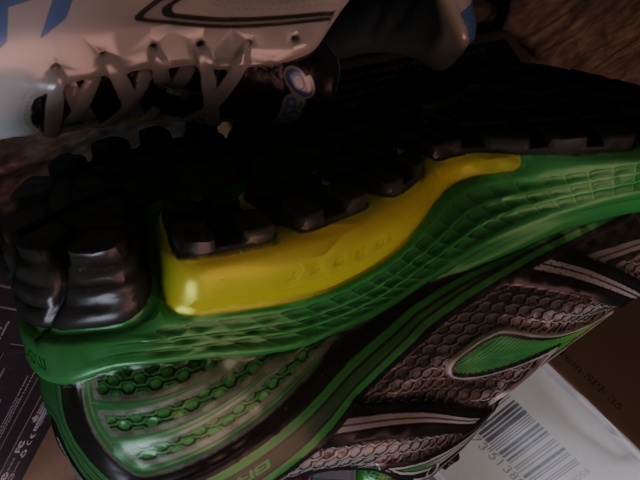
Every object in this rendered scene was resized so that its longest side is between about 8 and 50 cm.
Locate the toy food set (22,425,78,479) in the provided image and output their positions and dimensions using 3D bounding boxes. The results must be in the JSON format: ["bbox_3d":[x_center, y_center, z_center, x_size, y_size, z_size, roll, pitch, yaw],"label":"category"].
[{"bbox_3d":[-0.279,0.203,0.794,0.220,0.092,0.306,-30,167,-40],"label":"toy food set"}]

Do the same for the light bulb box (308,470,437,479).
[{"bbox_3d":[0.142,0.230,1.020,0.361,0.225,0.358,3,163,8],"label":"light bulb box"}]

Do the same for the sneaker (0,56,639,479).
[{"bbox_3d":[0.046,0.013,0.482,0.344,0.134,0.146,-15,118,-27],"label":"sneaker"}]

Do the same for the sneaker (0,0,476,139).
[{"bbox_3d":[-0.048,-0.070,0.403,0.237,0.086,0.085,-20,161,-24],"label":"sneaker"}]

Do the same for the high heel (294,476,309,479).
[{"bbox_3d":[-0.141,0.215,0.713,0.181,0.127,0.377,-39,-174,44],"label":"high heel"}]

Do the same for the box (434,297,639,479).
[{"bbox_3d":[0.172,0.042,0.774,0.121,0.148,0.311,-49,177,40],"label":"box"}]

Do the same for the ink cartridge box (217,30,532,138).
[{"bbox_3d":[0.000,0.000,0.652,0.193,0.088,0.234,-15,157,-34],"label":"ink cartridge box"}]

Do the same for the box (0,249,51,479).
[{"bbox_3d":[-0.205,0.107,0.510,0.231,0.056,0.183,-63,158,1],"label":"box"}]
